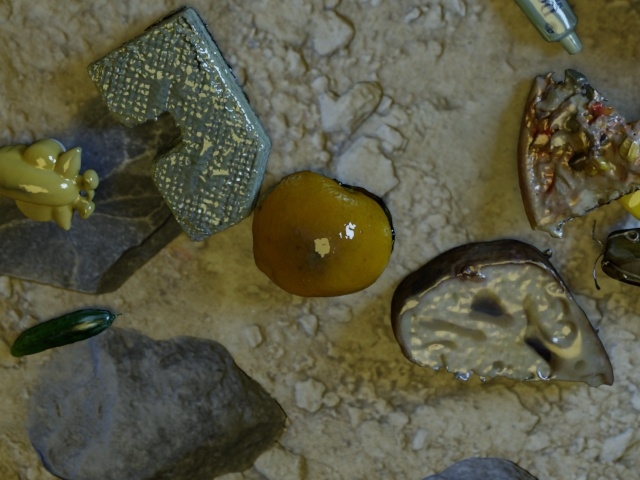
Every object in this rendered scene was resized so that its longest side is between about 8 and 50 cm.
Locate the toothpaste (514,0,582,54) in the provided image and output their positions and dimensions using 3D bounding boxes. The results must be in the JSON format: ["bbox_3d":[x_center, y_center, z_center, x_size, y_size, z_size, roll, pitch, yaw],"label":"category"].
[{"bbox_3d":[0.206,-0.284,1.226,0.064,0.041,0.218,-36,101,9],"label":"toothpaste"}]

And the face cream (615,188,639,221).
[{"bbox_3d":[0.423,-0.132,1.235,0.078,0.078,0.273,41,113,-9],"label":"face cream"}]

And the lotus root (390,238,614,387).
[{"bbox_3d":[0.211,0.085,1.364,0.261,0.074,0.170,1,110,7],"label":"lotus root"}]

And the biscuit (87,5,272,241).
[{"bbox_3d":[-0.148,-0.127,1.339,0.147,0.046,0.250,-24,107,17],"label":"biscuit"}]

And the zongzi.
[{"bbox_3d":[0.411,0.058,1.324,0.187,0.084,0.184,-7,122,19],"label":"zongzi"}]

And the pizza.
[{"bbox_3d":[0.293,-0.089,1.236,0.195,0.052,0.185,4,100,38],"label":"pizza"}]

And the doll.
[{"bbox_3d":[-0.397,-0.090,1.371,0.291,0.086,0.117,13,118,5],"label":"doll"}]

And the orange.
[{"bbox_3d":[0.000,0.000,1.343,0.170,0.112,0.160,-27,106,6],"label":"orange"}]

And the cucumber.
[{"bbox_3d":[-0.324,0.114,1.473,0.168,0.039,0.039,-18,109,17],"label":"cucumber"}]
